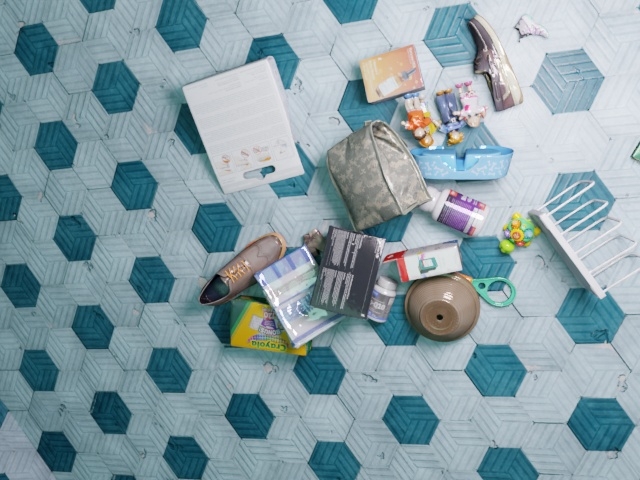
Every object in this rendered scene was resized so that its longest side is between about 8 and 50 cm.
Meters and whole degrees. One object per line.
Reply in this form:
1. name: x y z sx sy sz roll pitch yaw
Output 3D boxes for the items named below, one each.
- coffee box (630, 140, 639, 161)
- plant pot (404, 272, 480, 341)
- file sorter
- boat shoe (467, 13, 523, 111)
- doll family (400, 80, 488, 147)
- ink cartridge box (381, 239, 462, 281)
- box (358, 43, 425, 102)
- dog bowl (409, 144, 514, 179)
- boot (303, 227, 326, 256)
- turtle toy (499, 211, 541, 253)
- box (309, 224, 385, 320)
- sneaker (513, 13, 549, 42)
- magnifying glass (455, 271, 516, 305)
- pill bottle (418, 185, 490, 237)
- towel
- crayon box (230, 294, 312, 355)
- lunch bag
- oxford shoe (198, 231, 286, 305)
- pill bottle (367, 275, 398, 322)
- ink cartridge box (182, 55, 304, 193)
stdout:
1. coffee box: 0.966 -0.289 1.535 0.113 0.040 0.184 28 104 9
2. plant pot: 0.375 0.219 1.718 0.237 0.110 0.237 4 105 16
3. file sorter: 0.755 -0.011 1.557 0.173 0.193 0.278 -36 89 14
4. boat shoe: 0.488 -0.508 1.594 0.092 0.103 0.285 -27 97 12
5. doll family: 0.362 -0.365 1.657 0.263 0.118 0.163 -13 89 -2
6. ink cartridge box: 0.317 0.066 1.709 0.231 0.134 0.078 -13 96 17
7. box: 0.217 -0.499 1.669 0.170 0.091 0.130 -14 95 16
8. dog bowl: 0.414 -0.230 1.630 0.297 0.166 0.074 1 110 14
9. boot: 0.000 0.000 1.829 0.118 0.042 0.087 -22 90 16
10. turtle toy: 0.588 -0.015 1.654 0.095 0.066 0.130 40 132 15
11. box: 0.086 0.103 1.744 0.184 0.103 0.261 14 85 5
12. sneaker: 0.601 -0.594 1.586 0.098 0.038 0.069 45 108 14
13. magnifying glass: 0.497 0.139 1.731 0.231 0.026 0.092 19 103 12
14. pill bottle: 0.403 -0.093 1.675 0.193 0.108 0.108 25 104 9
15. towel: -0.066 0.182 1.803 0.209 0.034 0.285 -30 84 -2
16. crayon box: -0.166 0.289 1.895 0.278 0.081 0.165 4 99 13
17. lunch bag: 0.160 -0.199 1.649 0.235 0.169 0.287 -22 94 54
18. oxford shoe: -0.265 0.110 1.866 0.363 0.133 0.130 -42 86 16
19. pill bottle: 0.199 0.188 1.787 0.078 0.078 0.137 21 103 11
20. ink cartridge box: -0.243 -0.374 1.831 0.308 0.091 0.385 -13 112 15
